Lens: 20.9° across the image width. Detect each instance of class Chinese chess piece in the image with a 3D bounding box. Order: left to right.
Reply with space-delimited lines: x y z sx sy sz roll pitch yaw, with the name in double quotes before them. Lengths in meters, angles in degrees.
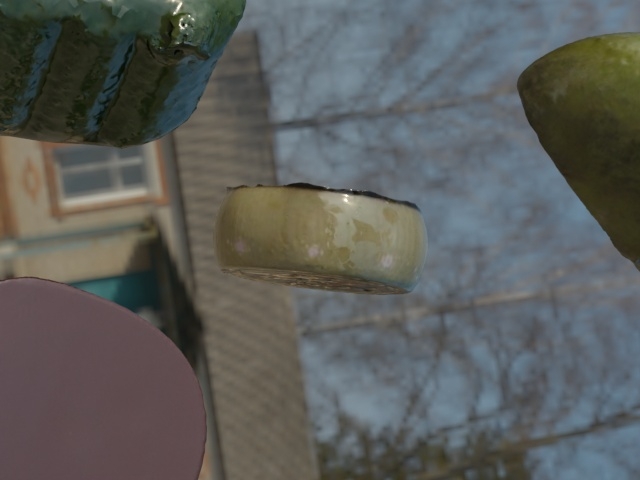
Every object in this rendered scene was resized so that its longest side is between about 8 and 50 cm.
"Chinese chess piece" 0.000 0.000 2.065 0.257 0.257 0.104 147 -49 -81

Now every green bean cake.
"green bean cake" -0.180 -0.186 1.000 0.156 0.249 0.247 129 -37 -55

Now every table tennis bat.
"table tennis bat" -0.170 0.076 0.882 0.022 0.246 0.138 -30 -139 56

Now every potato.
"potato" 0.309 -0.086 1.719 0.269 0.255 0.112 -58 -164 30
